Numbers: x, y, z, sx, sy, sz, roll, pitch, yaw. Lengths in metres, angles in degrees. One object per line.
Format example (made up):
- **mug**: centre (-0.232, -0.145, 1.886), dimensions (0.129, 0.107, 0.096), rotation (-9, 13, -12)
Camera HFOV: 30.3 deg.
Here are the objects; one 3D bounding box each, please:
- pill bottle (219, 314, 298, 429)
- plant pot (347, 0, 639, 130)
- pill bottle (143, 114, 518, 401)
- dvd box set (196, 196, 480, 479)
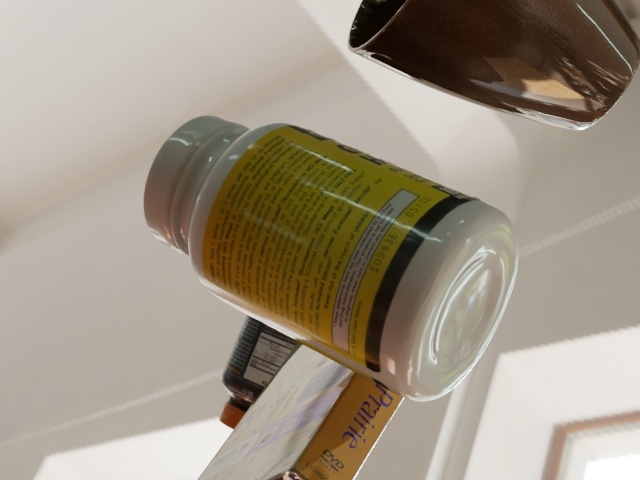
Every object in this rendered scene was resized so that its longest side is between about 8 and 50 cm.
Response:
- **pill bottle**: centre (-0.063, 0.166, 1.726), dimensions (0.130, 0.245, 0.130), rotation (23, -1, 1)
- **plant pot**: centre (0.181, -0.209, 1.113), dimensions (0.230, 0.215, 0.215), rotation (30, -38, -15)
- **pill bottle**: centre (0.000, 0.000, 1.113), dimensions (0.334, 0.188, 0.188), rotation (26, -33, 29)
- **dvd box set**: centre (0.015, 0.154, 1.293), dimensions (0.062, 0.420, 0.308), rotation (44, -41, -8)
